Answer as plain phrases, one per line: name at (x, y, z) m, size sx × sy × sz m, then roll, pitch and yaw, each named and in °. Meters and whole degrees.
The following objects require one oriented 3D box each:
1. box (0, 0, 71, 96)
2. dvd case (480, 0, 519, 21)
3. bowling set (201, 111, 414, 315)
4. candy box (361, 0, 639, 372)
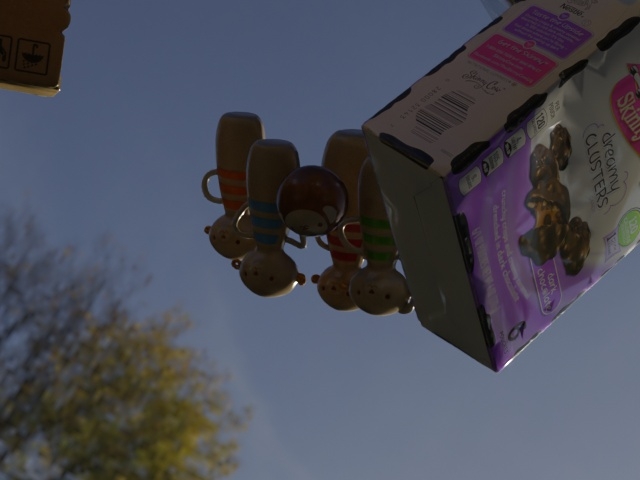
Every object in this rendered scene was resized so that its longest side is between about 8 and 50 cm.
box at (-0.213, -0.165, 0.831) m, size 0.201 × 0.165 × 0.021 m, roll 8°, pitch -8°, yaw -19°
dvd case at (0.199, -0.153, 1.515) m, size 0.239 × 0.029 × 0.179 m, roll 54°, pitch 2°, yaw -26°
bowling set at (0.000, 0.000, 1.383) m, size 0.287 × 0.200 × 0.154 m, roll 10°, pitch -74°, yaw 23°
candy box at (0.131, -0.050, 1.005) m, size 0.070 × 0.196 × 0.165 m, roll 33°, pitch -26°, yaw 39°
